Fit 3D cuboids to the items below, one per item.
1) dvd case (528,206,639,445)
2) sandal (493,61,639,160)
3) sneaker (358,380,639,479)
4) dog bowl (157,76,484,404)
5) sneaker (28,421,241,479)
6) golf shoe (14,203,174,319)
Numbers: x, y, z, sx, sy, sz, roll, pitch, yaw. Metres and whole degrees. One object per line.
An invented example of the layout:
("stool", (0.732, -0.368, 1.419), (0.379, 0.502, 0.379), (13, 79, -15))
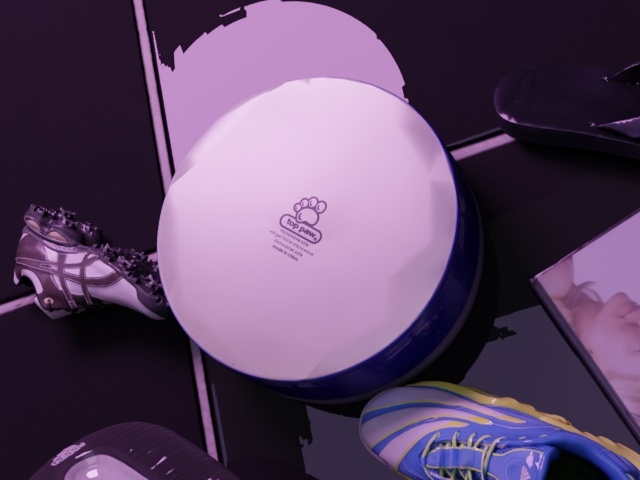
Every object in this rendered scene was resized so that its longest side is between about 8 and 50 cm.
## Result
("dvd case", (0.301, 0.083, 0.736), (0.180, 0.022, 0.253), (-34, 65, 6))
("sandal", (0.264, -0.109, 0.782), (0.254, 0.054, 0.097), (4, 58, 21))
("sneaker", (0.131, 0.152, 0.716), (0.240, 0.126, 0.091), (10, 76, 22))
("dog bowl", (0.000, 0.000, 0.826), (0.264, 0.104, 0.265), (-6, 71, 18))
("sneaker", (-0.021, 0.306, 0.640), (0.169, 0.258, 0.447), (-32, 32, -29))
("golf shoe", (-0.210, 0.042, 0.913), (0.198, 0.077, 0.094), (27, 94, 32))
